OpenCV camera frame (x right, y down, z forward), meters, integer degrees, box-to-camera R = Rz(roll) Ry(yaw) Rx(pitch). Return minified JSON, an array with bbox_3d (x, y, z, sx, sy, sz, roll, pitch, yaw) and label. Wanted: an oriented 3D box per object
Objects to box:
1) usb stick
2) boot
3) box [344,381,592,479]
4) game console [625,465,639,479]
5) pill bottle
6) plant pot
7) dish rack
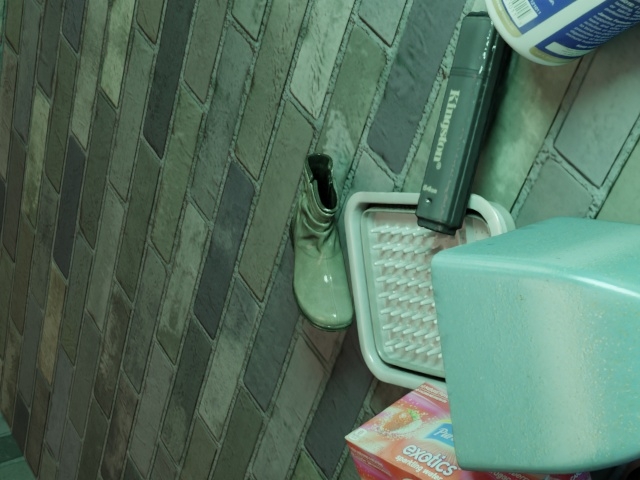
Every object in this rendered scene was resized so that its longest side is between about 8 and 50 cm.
[{"bbox_3d":[0.175,-0.146,1.391,0.077,0.045,0.278,20,98,52],"label":"usb stick"},{"bbox_3d":[0.000,0.000,1.669,0.161,0.083,0.246,100,160,-50],"label":"boot"},{"bbox_3d":[0.188,0.306,1.405,0.300,0.154,0.142,17,133,56],"label":"box"},{"bbox_3d":[0.340,0.326,1.169,0.173,0.250,0.293,63,153,20],"label":"game console"},{"bbox_3d":[0.299,-0.293,1.132,0.265,0.153,0.153,-27,79,55],"label":"pill bottle"},{"bbox_3d":[0.304,0.113,1.202,0.252,0.248,0.247,1,102,49],"label":"plant pot"},{"bbox_3d":[0.164,0.069,1.530,0.333,0.072,0.285,5,106,55],"label":"dish rack"}]
